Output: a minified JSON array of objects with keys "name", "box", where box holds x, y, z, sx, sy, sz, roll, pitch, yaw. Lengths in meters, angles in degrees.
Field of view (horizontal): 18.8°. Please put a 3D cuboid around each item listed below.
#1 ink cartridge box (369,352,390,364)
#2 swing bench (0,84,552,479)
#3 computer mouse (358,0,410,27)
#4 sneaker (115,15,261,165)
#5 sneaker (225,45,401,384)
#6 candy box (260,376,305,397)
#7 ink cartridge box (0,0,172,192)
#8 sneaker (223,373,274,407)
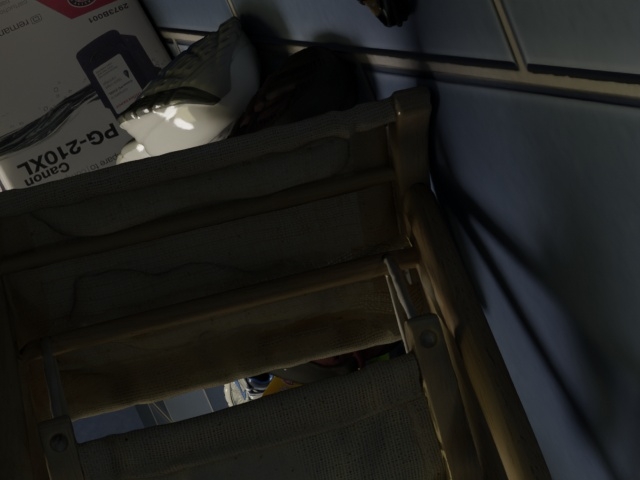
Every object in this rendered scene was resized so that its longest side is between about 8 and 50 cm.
[{"name":"ink cartridge box","box":[-0.008,0.204,1.267,0.188,0.097,0.255,104,166,-45]},{"name":"swing bench","box":[-0.037,0.085,0.974,0.165,0.253,0.254,86,170,-60]},{"name":"computer mouse","box":[-0.025,-0.185,1.004,0.242,0.041,0.071,54,163,39]},{"name":"sneaker","box":[-0.065,-0.063,1.344,0.129,0.111,0.297,48,171,4]},{"name":"sneaker","box":[0.000,0.000,1.195,0.162,0.106,0.281,30,144,-8]},{"name":"candy box","box":[-0.031,0.135,1.330,0.206,0.027,0.105,-56,-19,-56]},{"name":"ink cartridge box","box":[-0.199,-0.099,1.611,0.237,0.172,0.100,60,167,22]},{"name":"sneaker","box":[-0.062,0.129,1.790,0.058,0.052,0.135,40,154,54]}]
